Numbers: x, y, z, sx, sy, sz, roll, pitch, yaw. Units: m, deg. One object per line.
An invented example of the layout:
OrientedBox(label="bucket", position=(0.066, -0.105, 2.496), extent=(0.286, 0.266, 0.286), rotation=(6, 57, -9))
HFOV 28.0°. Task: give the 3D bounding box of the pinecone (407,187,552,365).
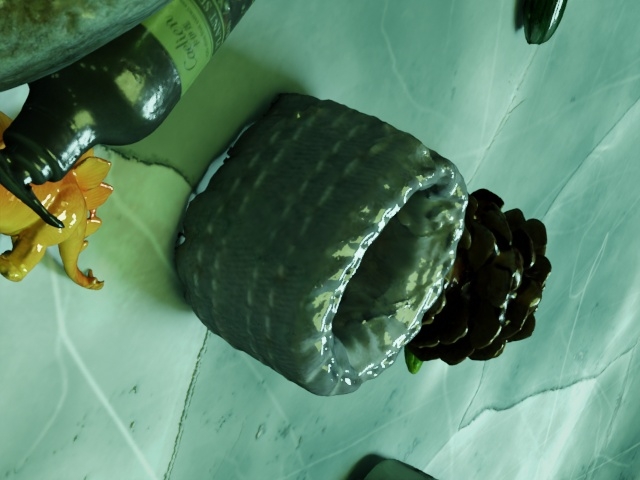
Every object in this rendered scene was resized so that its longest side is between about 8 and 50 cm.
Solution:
OrientedBox(label="pinecone", position=(0.132, 0.030, 1.318), extent=(0.204, 0.179, 0.184), rotation=(39, 58, -42))

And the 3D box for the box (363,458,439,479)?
OrientedBox(label="box", position=(0.076, 0.491, 1.650), extent=(0.396, 0.111, 0.396), rotation=(-58, 148, -5))

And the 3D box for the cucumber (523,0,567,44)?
OrientedBox(label="cucumber", position=(0.242, -0.256, 1.365), extent=(0.048, 0.048, 0.105), rotation=(-26, 134, -44))

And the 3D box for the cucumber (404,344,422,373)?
OrientedBox(label="cucumber", position=(0.126, 0.075, 1.465), extent=(0.039, 0.039, 0.168), rotation=(-4, 119, -55))

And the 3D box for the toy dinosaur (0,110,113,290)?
OrientedBox(label="toy dinosaur", position=(-0.198, -0.031, 0.885), extent=(0.117, 0.070, 0.288), rotation=(-61, 154, -2))

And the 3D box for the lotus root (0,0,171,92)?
OrientedBox(label="lotus root", position=(-0.158, -0.166, 0.656), extent=(0.349, 0.175, 0.175), rotation=(-25, 147, 7))

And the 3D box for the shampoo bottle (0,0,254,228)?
OrientedBox(label="shampoo bottle", position=(-0.121, -0.137, 0.836), extent=(0.284, 0.101, 0.101), rotation=(-57, 150, -27))

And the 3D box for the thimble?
OrientedBox(label="thimble", position=(0.000, 0.000, 1.100), extent=(0.205, 0.172, 0.236), rotation=(7, 111, -60))
